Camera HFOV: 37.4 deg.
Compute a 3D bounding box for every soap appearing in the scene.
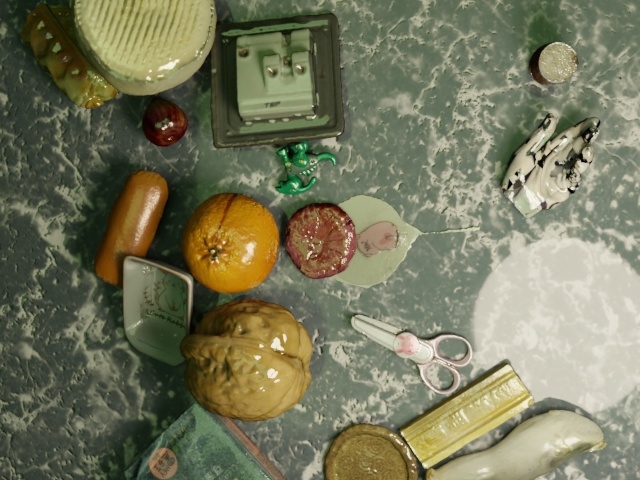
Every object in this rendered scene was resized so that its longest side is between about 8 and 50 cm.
[{"bbox_3d":[0.280,0.335,1.809,0.252,0.037,0.092,-34,89,8],"label":"soap"}]

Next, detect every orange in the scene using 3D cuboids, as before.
[{"bbox_3d":[-0.172,0.005,1.797,0.193,0.161,0.193,0,92,3],"label":"orange"}]

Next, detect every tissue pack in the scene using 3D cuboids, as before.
[{"bbox_3d":[-0.201,0.488,1.851,0.228,0.103,0.315,-44,86,9],"label":"tissue pack"}]

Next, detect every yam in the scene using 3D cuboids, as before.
[{"bbox_3d":[0.420,-0.319,1.709,0.079,0.141,0.079,1,97,5],"label":"yam"}]

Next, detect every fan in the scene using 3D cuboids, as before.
[{"bbox_3d":[0.151,-0.007,1.824,0.310,0.010,0.182,-8,92,10],"label":"fan"}]

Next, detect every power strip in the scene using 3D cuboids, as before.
[{"bbox_3d":[-0.089,-0.309,1.789,0.257,0.092,0.251,-5,85,7],"label":"power strip"}]

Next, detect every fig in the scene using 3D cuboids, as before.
[{"bbox_3d":[-0.314,-0.248,1.853,0.089,0.089,0.125,-31,63,8],"label":"fig"}]

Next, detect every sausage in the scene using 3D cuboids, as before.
[{"bbox_3d":[-0.372,-0.027,1.859,0.098,0.098,0.238,23,98,6],"label":"sausage"}]

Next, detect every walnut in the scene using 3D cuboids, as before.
[{"bbox_3d":[-0.141,0.225,1.775,0.257,0.257,0.224,11,69,7],"label":"walnut"}]

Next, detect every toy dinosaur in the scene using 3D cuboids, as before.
[{"bbox_3d":[-0.034,-0.142,1.828,0.132,0.059,0.096,-17,102,14],"label":"toy dinosaur"}]

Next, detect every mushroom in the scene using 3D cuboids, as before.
[{"bbox_3d":[0.355,0.413,1.771,0.351,0.097,0.109,-27,122,13],"label":"mushroom"}]

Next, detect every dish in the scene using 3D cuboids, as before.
[{"bbox_3d":[-0.306,0.135,1.851,0.154,0.064,0.234,19,121,19],"label":"dish"}]

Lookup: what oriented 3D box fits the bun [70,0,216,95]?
[{"bbox_3d":[-0.336,-0.420,1.808,0.287,0.146,0.287,0,88,-10],"label":"bun"}]

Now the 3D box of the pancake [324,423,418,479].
[{"bbox_3d":[0.097,0.450,1.837,0.199,0.021,0.199,3,100,15],"label":"pancake"}]

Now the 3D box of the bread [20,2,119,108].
[{"bbox_3d":[-0.490,-0.367,1.866,0.128,0.088,0.232,-40,82,0],"label":"bread"}]

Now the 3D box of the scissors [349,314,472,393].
[{"bbox_3d":[0.169,0.200,1.821,0.242,0.030,0.118,26,95,4],"label":"scissors"}]

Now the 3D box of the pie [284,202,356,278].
[{"bbox_3d":[0.000,0.000,1.830,0.154,0.038,0.153,1,95,13],"label":"pie"}]

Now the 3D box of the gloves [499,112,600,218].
[{"bbox_3d":[0.430,-0.143,1.734,0.212,0.111,0.127,-42,62,11],"label":"gloves"}]
